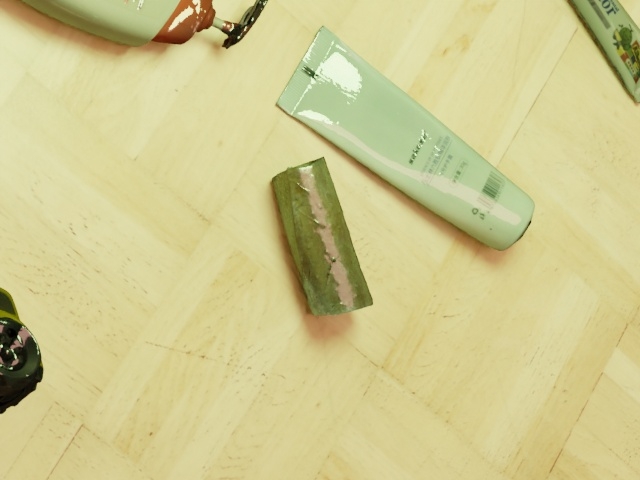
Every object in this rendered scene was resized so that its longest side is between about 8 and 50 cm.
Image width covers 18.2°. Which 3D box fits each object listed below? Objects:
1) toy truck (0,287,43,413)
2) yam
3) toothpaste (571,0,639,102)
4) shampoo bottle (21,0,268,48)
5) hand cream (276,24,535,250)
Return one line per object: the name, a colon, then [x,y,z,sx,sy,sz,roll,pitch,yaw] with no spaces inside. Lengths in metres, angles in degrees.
toy truck: [-0.367,0.075,1.829,0.224,0.147,0.165,17,53,-31]
yam: [0.000,0.000,2.092,0.068,0.068,0.169,-22,94,-31]
toothpaste: [0.326,-0.276,2.347,0.067,0.037,0.255,-47,111,-27]
shampoo bottle: [-0.186,-0.266,2.016,0.284,0.071,0.153,25,68,-28]
hand cream: [0.104,-0.100,2.180,0.321,0.067,0.109,36,68,-17]
